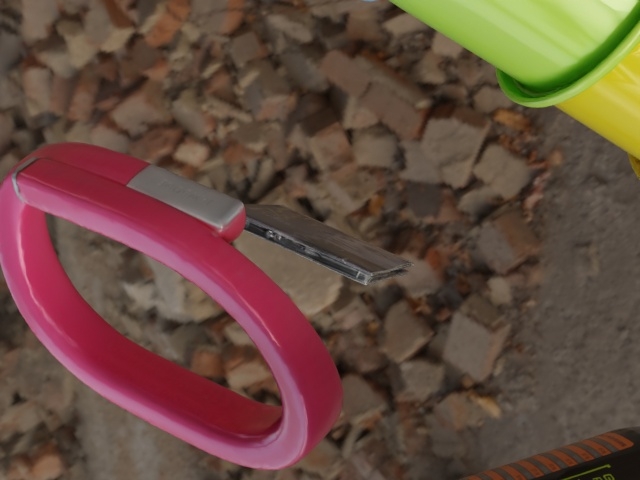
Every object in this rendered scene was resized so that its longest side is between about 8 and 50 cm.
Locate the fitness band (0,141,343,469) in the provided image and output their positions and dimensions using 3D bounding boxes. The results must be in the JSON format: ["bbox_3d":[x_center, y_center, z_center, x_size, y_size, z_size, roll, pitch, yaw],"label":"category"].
[{"bbox_3d":[-0.111,0.046,0.776,0.291,0.054,0.209,22,136,31],"label":"fitness band"}]

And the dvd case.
[{"bbox_3d":[0.000,0.000,1.193,0.164,0.221,0.018,24,96,13],"label":"dvd case"}]

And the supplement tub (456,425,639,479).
[{"bbox_3d":[0.103,0.208,0.574,0.193,0.316,0.193,164,90,-84],"label":"supplement tub"}]

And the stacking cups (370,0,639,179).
[{"bbox_3d":[0.010,-0.125,0.328,0.316,0.096,0.096,29,146,-21],"label":"stacking cups"}]
